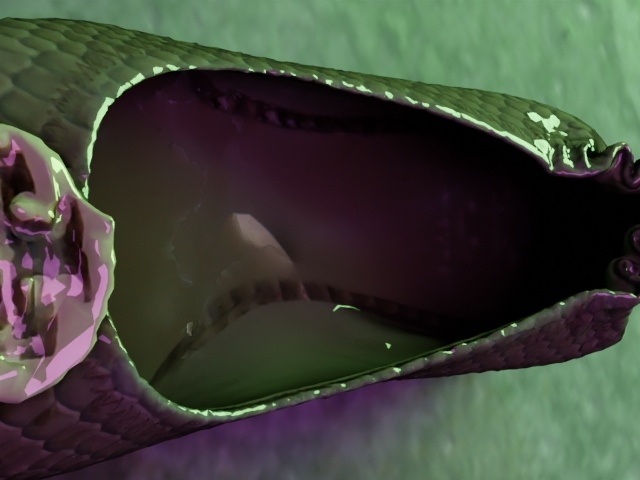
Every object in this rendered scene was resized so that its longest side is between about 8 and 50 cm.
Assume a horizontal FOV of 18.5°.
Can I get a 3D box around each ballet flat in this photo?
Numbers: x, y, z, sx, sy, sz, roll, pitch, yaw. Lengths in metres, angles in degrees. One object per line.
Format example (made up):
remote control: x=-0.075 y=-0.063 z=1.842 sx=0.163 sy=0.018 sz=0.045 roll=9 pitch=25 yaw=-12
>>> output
ballet flat: x=0.000 y=0.000 z=0.388 sx=0.250 sy=0.058 sz=0.084 roll=1 pitch=86 yaw=-50
